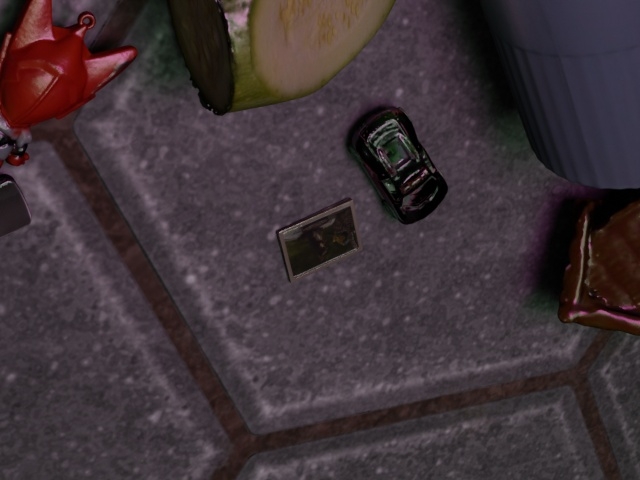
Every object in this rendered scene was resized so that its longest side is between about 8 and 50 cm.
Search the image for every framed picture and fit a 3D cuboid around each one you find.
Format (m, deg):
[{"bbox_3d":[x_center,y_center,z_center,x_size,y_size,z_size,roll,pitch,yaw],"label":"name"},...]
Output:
[{"bbox_3d":[0.000,0.000,1.363,0.089,0.007,0.066,-24,124,-18],"label":"framed picture"}]

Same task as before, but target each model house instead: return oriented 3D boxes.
[{"bbox_3d":[0.383,0.024,1.519,0.229,0.199,0.219,-33,89,17],"label":"model house"}]

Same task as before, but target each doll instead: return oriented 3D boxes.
[{"bbox_3d":[-0.246,-0.127,1.120,0.109,0.057,0.169,36,92,-35],"label":"doll"}]

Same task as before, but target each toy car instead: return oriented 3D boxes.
[{"bbox_3d":[0.085,-0.073,1.347,0.069,0.055,0.142,-38,126,-5],"label":"toy car"}]

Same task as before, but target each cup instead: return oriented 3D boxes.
[{"bbox_3d":[0.284,-0.258,1.284,0.257,0.331,0.311,-13,128,15],"label":"cup"}]

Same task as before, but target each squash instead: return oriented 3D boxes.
[{"bbox_3d":[0.004,-0.226,1.137,0.261,0.189,0.189,-17,121,-19],"label":"squash"}]

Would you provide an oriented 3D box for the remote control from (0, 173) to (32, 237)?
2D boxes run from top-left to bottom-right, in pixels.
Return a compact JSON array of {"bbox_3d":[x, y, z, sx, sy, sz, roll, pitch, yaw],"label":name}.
[{"bbox_3d":[-0.355,0.008,1.144,0.212,0.028,0.059,-28,128,-16],"label":"remote control"}]
